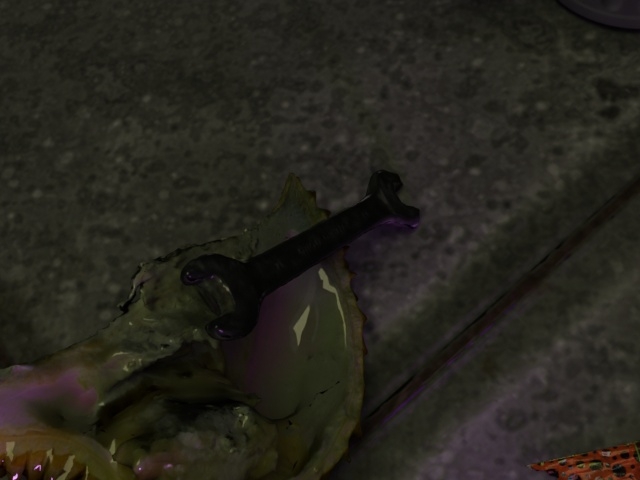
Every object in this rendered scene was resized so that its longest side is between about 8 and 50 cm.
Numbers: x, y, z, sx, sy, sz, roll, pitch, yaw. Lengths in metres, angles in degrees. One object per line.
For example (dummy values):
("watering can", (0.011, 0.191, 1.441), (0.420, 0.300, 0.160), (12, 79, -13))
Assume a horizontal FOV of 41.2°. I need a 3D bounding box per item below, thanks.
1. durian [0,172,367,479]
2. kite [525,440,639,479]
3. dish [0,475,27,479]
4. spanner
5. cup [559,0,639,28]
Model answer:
("durian", (-0.072, 0.084, 0.514), (0.172, 0.167, 0.306), (26, 32, 32))
("kite", (0.259, 0.159, 0.541), (0.222, 0.008, 0.125), (33, 76, 20))
("dish", (-0.291, 0.216, 0.580), (0.260, 0.085, 0.260), (-4, 70, 10))
("spanner", (0.000, 0.000, 0.556), (0.054, 0.254, 0.015), (50, 127, 8))
("cup", (0.224, -0.261, 0.605), (0.221, 0.202, 0.167), (-43, 65, -8))
